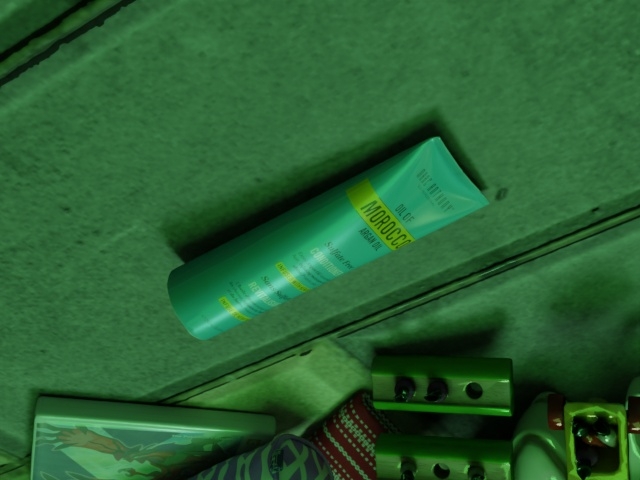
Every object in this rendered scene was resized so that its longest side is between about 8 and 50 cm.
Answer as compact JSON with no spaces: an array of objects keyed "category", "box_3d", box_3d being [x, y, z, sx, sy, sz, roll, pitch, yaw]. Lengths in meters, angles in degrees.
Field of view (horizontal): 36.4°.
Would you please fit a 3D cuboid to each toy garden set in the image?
[{"category":"toy garden set","box_3d":[0.140,0.213,0.741,0.204,0.049,0.244,0,101,19]}]

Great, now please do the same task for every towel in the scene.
[{"category":"towel","box_3d":[0.037,0.274,0.889,0.199,0.031,0.275,47,133,9]}]

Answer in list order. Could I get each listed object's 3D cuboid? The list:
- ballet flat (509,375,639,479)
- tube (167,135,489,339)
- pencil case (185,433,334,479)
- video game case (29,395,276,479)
[{"category":"ballet flat","box_3d":[0.274,0.181,0.785,0.483,0.164,0.182,-23,119,35]},{"category":"tube","box_3d":[0.000,0.000,0.624,0.207,0.052,0.080,-27,146,17]},{"category":"pencil case","box_3d":[-0.079,0.240,0.848,0.206,0.088,0.086,-31,136,31]},{"category":"video game case","box_3d":[-0.157,0.201,0.879,0.201,0.023,0.183,7,140,-13]}]
